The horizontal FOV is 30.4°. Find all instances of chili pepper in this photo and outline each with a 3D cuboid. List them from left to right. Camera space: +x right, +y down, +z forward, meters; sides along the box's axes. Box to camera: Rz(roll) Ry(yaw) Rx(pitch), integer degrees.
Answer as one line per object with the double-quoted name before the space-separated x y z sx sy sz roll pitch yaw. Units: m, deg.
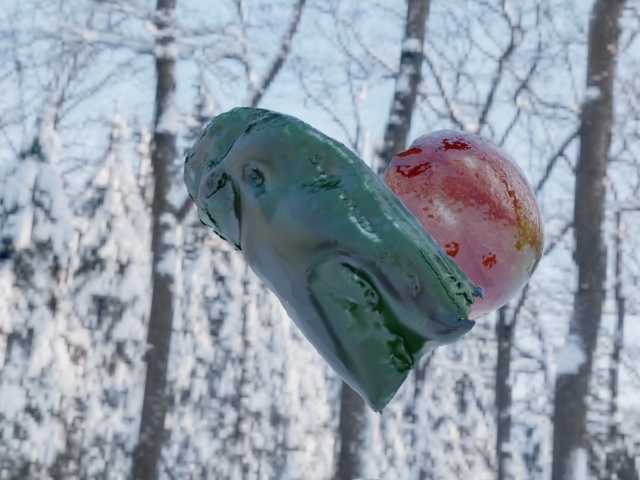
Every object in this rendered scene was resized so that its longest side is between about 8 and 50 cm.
"chili pepper" -0.002 0.000 0.625 0.061 0.098 0.224 10 24 -43

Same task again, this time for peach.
"peach" 0.131 -0.018 1.200 0.192 0.190 0.190 48 -25 -10

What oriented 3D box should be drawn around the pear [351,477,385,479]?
"pear" 0.044 0.221 0.892 0.097 0.092 0.092 -17 -22 29
